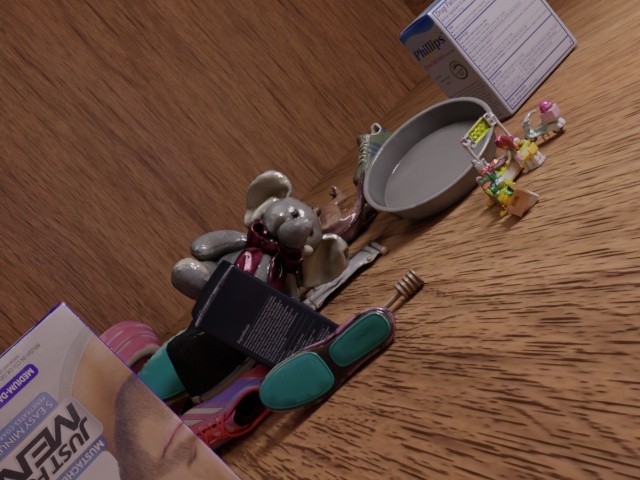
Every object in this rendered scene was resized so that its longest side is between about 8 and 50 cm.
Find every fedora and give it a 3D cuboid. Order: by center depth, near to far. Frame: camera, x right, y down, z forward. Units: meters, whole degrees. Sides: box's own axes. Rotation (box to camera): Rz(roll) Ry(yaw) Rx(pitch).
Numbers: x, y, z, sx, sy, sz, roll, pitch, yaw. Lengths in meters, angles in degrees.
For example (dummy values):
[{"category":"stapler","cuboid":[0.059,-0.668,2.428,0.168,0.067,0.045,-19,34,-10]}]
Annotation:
[{"category":"fedora","cuboid":[-0.216,0.222,1.466,0.334,0.152,0.334,-41,9,8]}]

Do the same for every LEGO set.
[{"category":"LEGO set","cuboid":[0.277,-0.128,1.091,0.132,0.107,0.287,-35,12,43]}]

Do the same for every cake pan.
[{"category":"cake pan","cuboid":[0.216,-0.155,1.375,0.293,0.054,0.293,-30,34,23]}]

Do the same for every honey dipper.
[{"category":"honey dipper","cuboid":[0.088,0.107,1.062,0.161,0.030,0.030,-44,9,4]}]

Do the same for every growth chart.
[{"category":"growth chart","cuboid":[0.037,0.079,1.456,0.237,0.021,0.172,-42,8,5]}]

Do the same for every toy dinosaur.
[{"category":"toy dinosaur","cuboid":[0.014,-0.013,1.505,0.296,0.127,0.200,-42,6,28]}]

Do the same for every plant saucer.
[{"category":"plant saucer","cuboid":[-0.466,0.358,1.683,0.332,0.084,0.332,14,-90,-71]}]

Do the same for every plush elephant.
[{"category":"plush elephant","cuboid":[-0.086,0.027,1.318,0.255,0.272,0.330,-51,9,4]}]

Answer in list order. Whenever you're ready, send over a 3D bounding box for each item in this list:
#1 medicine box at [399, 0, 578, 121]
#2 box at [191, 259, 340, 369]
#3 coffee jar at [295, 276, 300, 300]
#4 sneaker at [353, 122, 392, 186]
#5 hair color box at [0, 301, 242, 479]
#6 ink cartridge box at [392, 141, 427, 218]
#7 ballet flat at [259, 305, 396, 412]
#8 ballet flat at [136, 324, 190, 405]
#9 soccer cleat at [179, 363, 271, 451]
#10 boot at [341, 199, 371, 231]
[{"category":"medicine box","cuboid":[0.376,-0.448,1.583,0.263,0.289,0.149,-46,9,-18]},{"category":"box","cuboid":[-0.086,0.127,1.099,0.108,0.207,0.153,-60,12,-5]},{"category":"coffee jar","cuboid":[-0.093,0.080,1.607,0.096,0.079,0.184,-30,41,30]},{"category":"sneaker","cuboid":[0.111,-0.205,1.657,0.064,0.086,0.192,-35,12,51]},{"category":"hair color box","cuboid":[-0.237,0.255,0.776,0.185,0.339,0.110,-48,12,-29]},{"category":"ink cartridge box","cuboid":[0.192,-0.146,1.604,0.160,0.092,0.219,-43,8,5]},{"category":"ballet flat","cuboid":[0.015,0.168,0.997,0.222,0.077,0.079,-37,-9,6]},{"category":"ballet flat","cuboid":[-0.266,0.257,1.712,0.409,0.147,0.147,-43,8,-20]},{"category":"soccer cleat","cuboid":[-0.160,0.293,1.128,0.248,0.083,0.095,-39,14,8]},{"category":"boot","cuboid":[0.001,0.000,1.725,0.295,0.104,0.211,-45,7,-39]}]
